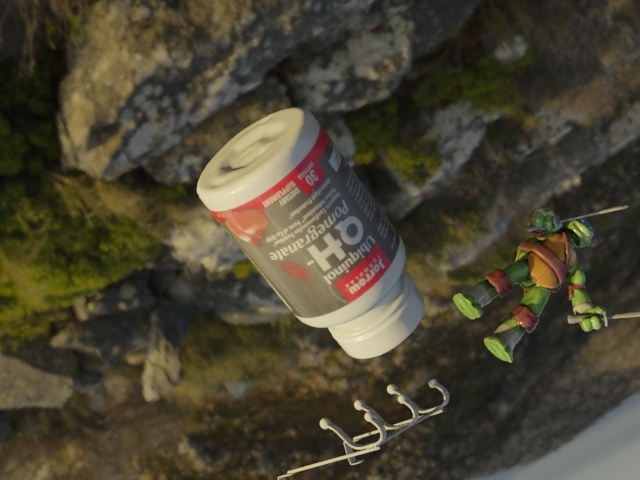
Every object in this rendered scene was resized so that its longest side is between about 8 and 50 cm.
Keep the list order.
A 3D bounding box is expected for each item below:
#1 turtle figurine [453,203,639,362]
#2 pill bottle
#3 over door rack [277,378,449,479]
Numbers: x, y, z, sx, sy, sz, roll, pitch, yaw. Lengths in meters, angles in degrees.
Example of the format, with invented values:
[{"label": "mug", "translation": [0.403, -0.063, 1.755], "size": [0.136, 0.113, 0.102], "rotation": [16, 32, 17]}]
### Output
[{"label": "turtle figurine", "translation": [0.361, 0.060, 1.540], "size": [0.266, 0.274, 0.198], "rotation": [-40, 134, -11]}, {"label": "pill bottle", "translation": [0.000, 0.000, 1.291], "size": [0.176, 0.318, 0.176], "rotation": [-30, -154, 16]}, {"label": "over door rack", "translation": [0.074, 0.384, 1.986], "size": [0.239, 0.108, 0.324], "rotation": [-16, 160, -48]}]
